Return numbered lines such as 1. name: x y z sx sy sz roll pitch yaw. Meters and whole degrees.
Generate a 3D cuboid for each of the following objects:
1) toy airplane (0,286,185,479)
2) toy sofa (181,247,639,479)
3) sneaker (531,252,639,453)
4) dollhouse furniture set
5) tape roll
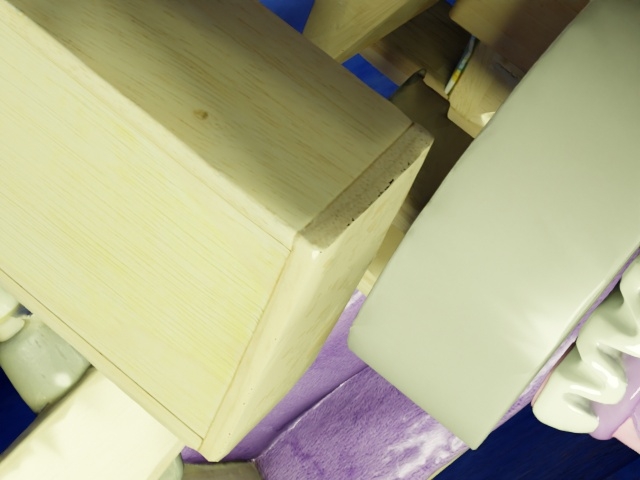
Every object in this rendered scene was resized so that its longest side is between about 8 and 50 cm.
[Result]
1. toy airplane: -0.242 0.207 0.925 0.386 0.272 0.384 -7 116 -25
2. toy sofa: 0.047 0.065 1.054 0.362 0.177 0.150 -40 158 18
3. sneaker: 0.180 0.009 0.590 0.095 0.104 0.236 -37 162 -52
4. dollhouse furniture set: -0.005 -0.143 0.684 0.394 0.256 0.362 -45 169 -36
5. tape roll: 0.106 -0.018 0.674 0.219 0.072 0.219 -50 170 -12
